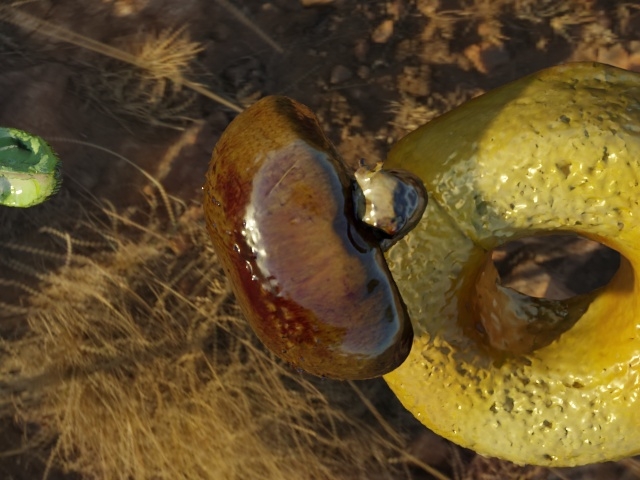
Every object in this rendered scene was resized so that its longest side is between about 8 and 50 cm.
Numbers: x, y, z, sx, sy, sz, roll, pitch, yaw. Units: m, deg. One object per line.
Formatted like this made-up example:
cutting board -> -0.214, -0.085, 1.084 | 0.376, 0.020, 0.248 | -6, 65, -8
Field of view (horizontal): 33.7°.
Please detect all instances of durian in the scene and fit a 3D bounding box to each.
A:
durian -> -0.364, -0.089, 1.143 | 0.215, 0.100, 0.086 | 11, 84, 14

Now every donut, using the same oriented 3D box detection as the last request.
donut -> 0.157, 0.033, 0.716 | 0.303, 0.110, 0.302 | 7, 118, 13

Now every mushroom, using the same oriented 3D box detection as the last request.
mushroom -> 0.000, 0.000, 0.452 | 0.087, 0.127, 0.127 | -22, 106, -6
